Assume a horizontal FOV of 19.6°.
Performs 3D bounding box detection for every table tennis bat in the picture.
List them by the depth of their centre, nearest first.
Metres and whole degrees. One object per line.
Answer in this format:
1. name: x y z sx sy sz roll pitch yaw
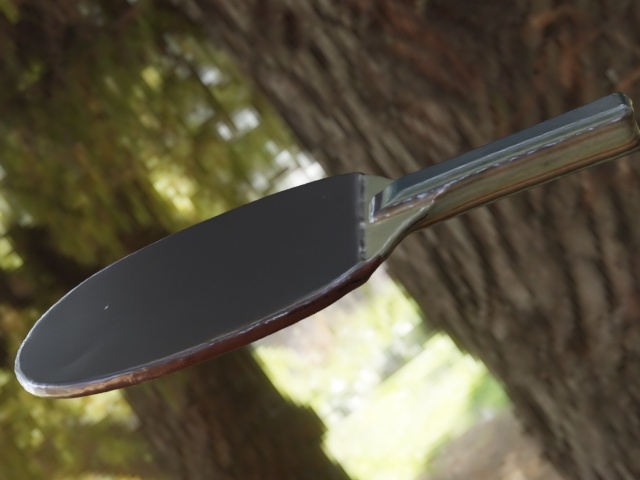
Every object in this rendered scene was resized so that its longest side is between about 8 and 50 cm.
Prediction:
1. table tennis bat: 0.000 0.000 0.756 0.274 0.021 0.154 -21 18 9
